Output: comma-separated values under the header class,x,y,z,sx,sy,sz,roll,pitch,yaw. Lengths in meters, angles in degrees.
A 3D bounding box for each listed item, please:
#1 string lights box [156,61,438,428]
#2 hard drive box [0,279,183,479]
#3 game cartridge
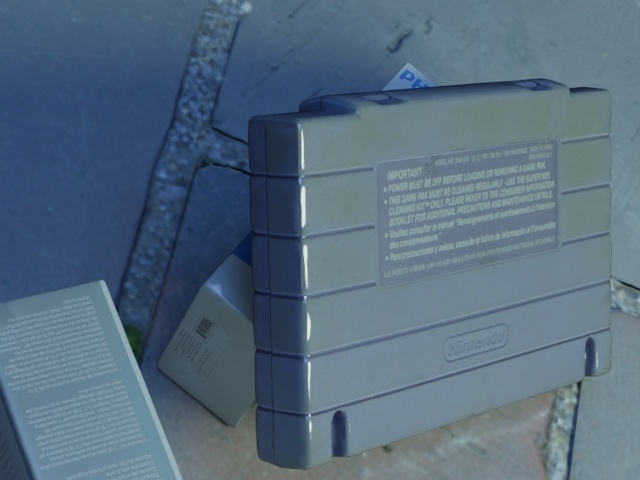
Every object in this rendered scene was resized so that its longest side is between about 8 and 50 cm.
class,x,y,z,sx,sy,sz,roll,pitch,yaw
string lights box,0.000,0.000,1.242,0.077,0.133,0.259,39,56,3
hard drive box,-0.154,0.171,1.059,0.089,0.181,0.232,-13,69,-28
game cartridge,0.086,0.009,1.188,0.355,0.068,0.230,-9,97,-48
